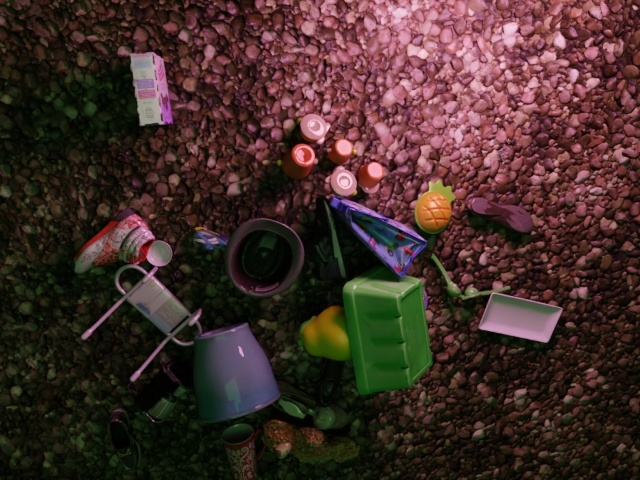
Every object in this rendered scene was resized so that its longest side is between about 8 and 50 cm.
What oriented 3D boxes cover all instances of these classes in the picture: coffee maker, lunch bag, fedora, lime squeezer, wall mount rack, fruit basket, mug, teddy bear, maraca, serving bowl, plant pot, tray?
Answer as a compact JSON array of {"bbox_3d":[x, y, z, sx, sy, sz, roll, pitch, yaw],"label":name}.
[{"bbox_3d":[-0.525,0.480,1.790,0.171,0.120,0.178,37,104,-14],"label":"coffee maker"},{"bbox_3d":[0.148,-0.041,1.686,0.293,0.221,0.138,32,97,-15],"label":"lunch bag"},{"bbox_3d":[-0.177,0.044,1.731,0.243,0.124,0.276,16,109,-7],"label":"fedora"},{"bbox_3d":[0.497,0.154,1.866,0.310,0.059,0.110,22,67,-9],"label":"lime squeezer"},{"bbox_3d":[-0.562,0.260,1.742,0.304,0.130,0.350,-43,102,6],"label":"wall mount rack"},{"bbox_3d":[0.132,0.282,1.719,0.392,0.283,0.392,12,111,33],"label":"fruit basket"},{"bbox_3d":[-0.255,0.737,1.891,0.150,0.113,0.169,-8,107,-2],"label":"mug"},{"bbox_3d":[-0.035,0.705,1.861,0.338,0.245,0.113,27,58,-29],"label":"teddy bear"},{"bbox_3d":[0.371,-0.109,1.766,0.127,0.099,0.186,30,72,-13],"label":"maraca"},{"bbox_3d":[-0.516,0.039,1.748,0.083,0.027,0.083,-1,104,-5],"label":"serving bowl"},{"bbox_3d":[-0.291,0.407,1.746,0.271,0.271,0.255,-16,89,-2],"label":"plant pot"},{"bbox_3d":[0.695,0.267,1.907,0.270,0.030,0.145,13,108,-8],"label":"tray"}]

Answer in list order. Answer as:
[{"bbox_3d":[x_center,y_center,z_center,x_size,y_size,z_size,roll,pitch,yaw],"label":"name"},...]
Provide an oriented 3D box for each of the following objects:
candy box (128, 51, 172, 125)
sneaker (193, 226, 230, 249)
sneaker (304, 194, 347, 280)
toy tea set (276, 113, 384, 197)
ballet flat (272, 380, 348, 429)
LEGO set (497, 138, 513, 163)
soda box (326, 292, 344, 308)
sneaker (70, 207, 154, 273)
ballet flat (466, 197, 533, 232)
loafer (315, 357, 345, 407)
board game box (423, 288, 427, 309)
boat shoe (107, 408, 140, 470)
[{"bbox_3d":[-0.486,-0.432,1.573,0.070,0.165,0.196,-6,104,-4],"label":"candy box"},{"bbox_3d":[-0.339,0.005,1.746,0.144,0.053,0.059,20,99,-1],"label":"sneaker"},{"bbox_3d":[0.000,0.000,1.752,0.124,0.107,0.283,-12,104,4],"label":"sneaker"},{"bbox_3d":[0.032,-0.232,1.715,0.336,0.124,0.200,34,68,-8],"label":"toy tea set"},{"bbox_3d":[-0.042,0.591,1.877,0.316,0.106,0.108,26,99,-11],"label":"ballet flat"},{"bbox_3d":[0.604,-0.290,1.785,0.054,0.023,0.083,33,85,-14],"label":"LEGO set"},{"bbox_3d":[0.115,0.241,1.835,0.183,0.063,0.058,22,99,-10],"label":"soda box"},{"bbox_3d":[-0.638,0.041,1.690,0.270,0.090,0.145,-45,84,2],"label":"sneaker"},{"bbox_3d":[0.595,-0.084,1.817,0.249,0.058,0.084,16,79,-14],"label":"ballet flat"},{"bbox_3d":[0.042,0.460,1.848,0.080,0.078,0.220,14,80,-8],"label":"loafer"},{"bbox_3d":[0.287,0.219,1.862,0.168,0.033,0.133,11,101,-7],"label":"board game box"},{"bbox_3d":[-0.675,0.692,1.860,0.081,0.069,0.228,-12,103,-2],"label":"boat shoe"}]
